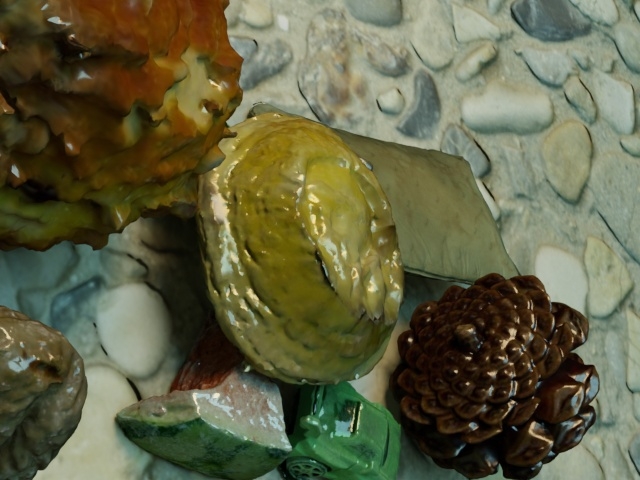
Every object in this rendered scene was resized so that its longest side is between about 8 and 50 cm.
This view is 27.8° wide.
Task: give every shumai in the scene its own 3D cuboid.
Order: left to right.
[{"bbox_3d":[-0.255,0.079,0.845,0.166,0.206,0.176,22,38,-41],"label":"shumai"}]

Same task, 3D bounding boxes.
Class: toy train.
[{"bbox_3d":[0.021,0.169,1.141,0.149,0.081,0.099,33,52,-31],"label":"toy train"}]

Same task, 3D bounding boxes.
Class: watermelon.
[{"bbox_3d":[-0.067,0.132,1.063,0.121,0.098,0.158,53,41,-15],"label":"watermelon"}]

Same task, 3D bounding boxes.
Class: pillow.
[{"bbox_3d":[0.067,-0.040,1.265,0.302,0.075,0.185,11,46,-40],"label":"pillow"}]

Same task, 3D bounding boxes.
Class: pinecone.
[{"bbox_3d":[0.173,0.137,1.230,0.207,0.207,0.208,20,60,-38],"label":"pinecone"}]

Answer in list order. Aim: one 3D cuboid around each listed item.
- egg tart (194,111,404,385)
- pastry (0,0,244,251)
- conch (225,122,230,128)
[{"bbox_3d":[0.000,0.000,1.067,0.232,0.098,0.252,35,51,-30],"label":"egg tart"},{"bbox_3d":[-0.237,-0.174,0.870,0.337,0.292,0.405,-30,103,-64],"label":"pastry"},{"bbox_3d":[-0.112,-0.081,1.116,0.200,0.079,0.095,11,59,-63],"label":"conch"}]
